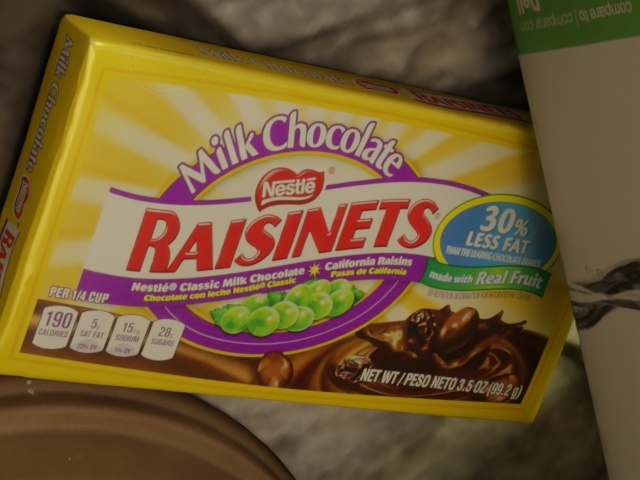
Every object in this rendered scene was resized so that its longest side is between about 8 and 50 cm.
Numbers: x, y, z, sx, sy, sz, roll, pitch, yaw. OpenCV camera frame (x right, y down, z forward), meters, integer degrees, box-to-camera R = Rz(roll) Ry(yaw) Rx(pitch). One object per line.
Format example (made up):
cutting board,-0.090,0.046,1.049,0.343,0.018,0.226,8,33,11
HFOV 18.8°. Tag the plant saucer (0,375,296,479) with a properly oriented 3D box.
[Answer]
plant saucer,-0.111,0.169,0.618,0.278,0.041,0.278,-13,121,-23

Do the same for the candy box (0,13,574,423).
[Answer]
candy box,0.000,0.000,0.596,0.206,0.027,0.105,8,108,-34

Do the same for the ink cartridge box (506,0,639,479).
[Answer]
ink cartridge box,0.157,-0.016,0.584,0.160,0.092,0.219,-14,97,-23
